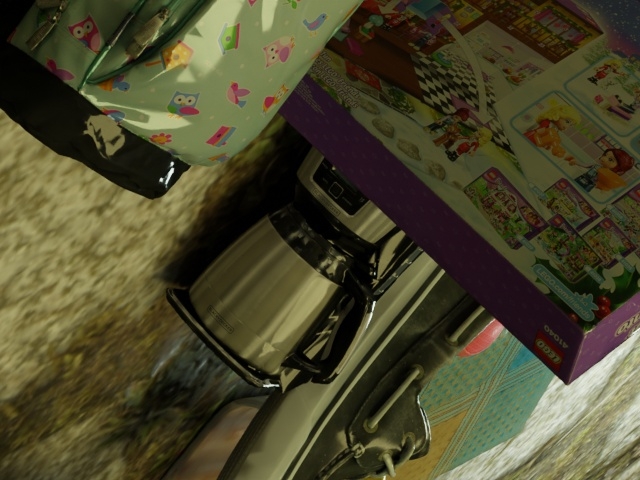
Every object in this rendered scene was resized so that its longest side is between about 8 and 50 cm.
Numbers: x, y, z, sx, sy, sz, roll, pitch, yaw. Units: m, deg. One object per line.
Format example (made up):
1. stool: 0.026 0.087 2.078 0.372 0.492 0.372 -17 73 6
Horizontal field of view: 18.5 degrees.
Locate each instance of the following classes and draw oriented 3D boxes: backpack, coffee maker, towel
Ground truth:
1. backpack: -0.065 -0.114 0.964 0.182 0.115 0.152 -49 156 5
2. coffee maker: 0.000 0.000 1.330 0.178 0.120 0.171 -48 -172 11
3. towel: 0.122 0.159 1.933 0.370 0.040 0.271 -21 148 -42

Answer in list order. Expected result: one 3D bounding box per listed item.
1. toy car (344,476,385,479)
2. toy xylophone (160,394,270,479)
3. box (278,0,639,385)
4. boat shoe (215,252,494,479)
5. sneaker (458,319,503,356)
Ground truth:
1. toy car: -0.052 0.303 1.774 0.225 0.053 0.239 -31 -155 57
2. toy xylophone: -0.074 0.234 1.645 0.236 0.081 0.322 -10 141 -57
3. box: 0.106 -0.082 1.086 0.201 0.293 0.057 -34 155 -25
4. boat shoe: 0.035 0.121 1.464 0.335 0.119 0.121 -52 -177 -21
5. sneaker: 0.202 0.005 1.649 0.116 0.136 0.314 -16 146 -51
